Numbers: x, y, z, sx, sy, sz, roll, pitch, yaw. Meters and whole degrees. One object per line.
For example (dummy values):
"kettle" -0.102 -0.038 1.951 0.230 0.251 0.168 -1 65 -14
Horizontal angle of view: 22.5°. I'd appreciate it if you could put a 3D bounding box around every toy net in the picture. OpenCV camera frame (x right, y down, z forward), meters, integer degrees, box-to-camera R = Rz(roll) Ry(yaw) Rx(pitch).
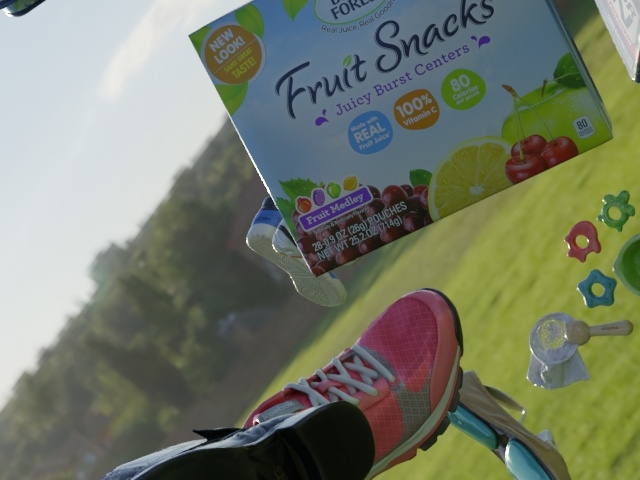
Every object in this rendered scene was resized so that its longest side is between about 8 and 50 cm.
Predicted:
"toy net" 0.277 0.064 1.688 0.232 0.122 0.045 -53 -13 24

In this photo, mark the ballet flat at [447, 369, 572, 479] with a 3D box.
"ballet flat" 0.235 0.233 1.914 0.073 0.232 0.080 -34 -31 -27

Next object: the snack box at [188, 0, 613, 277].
"snack box" 0.051 -0.100 0.994 0.207 0.174 0.070 -25 9 14

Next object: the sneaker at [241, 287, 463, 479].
"sneaker" 0.010 0.166 1.444 0.314 0.136 0.116 -52 47 -2

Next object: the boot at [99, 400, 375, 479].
"boot" -0.106 0.194 1.189 0.263 0.091 0.229 -17 0 -43

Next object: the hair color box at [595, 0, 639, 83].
"hair color box" 0.320 -0.309 1.501 0.105 0.174 0.347 -19 -23 -2

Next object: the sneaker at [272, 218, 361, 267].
"sneaker" 0.000 0.000 1.450 0.032 0.083 0.037 -100 23 -58

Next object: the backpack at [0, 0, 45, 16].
"backpack" -0.270 -0.252 1.428 0.105 0.084 0.114 -35 32 6

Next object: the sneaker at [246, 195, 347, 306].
"sneaker" -0.017 0.007 1.903 0.058 0.152 0.084 -27 33 44
